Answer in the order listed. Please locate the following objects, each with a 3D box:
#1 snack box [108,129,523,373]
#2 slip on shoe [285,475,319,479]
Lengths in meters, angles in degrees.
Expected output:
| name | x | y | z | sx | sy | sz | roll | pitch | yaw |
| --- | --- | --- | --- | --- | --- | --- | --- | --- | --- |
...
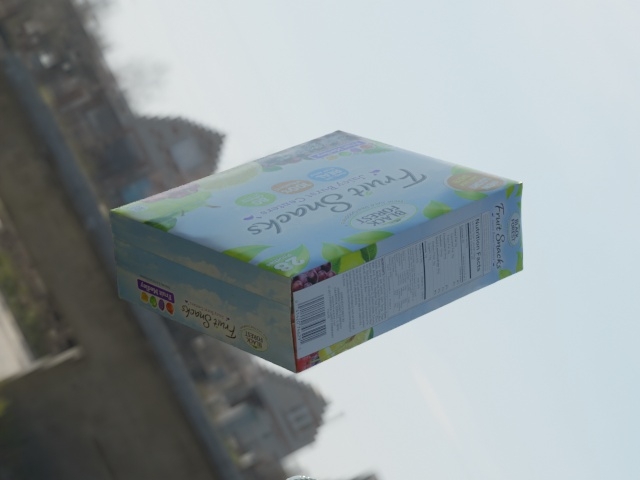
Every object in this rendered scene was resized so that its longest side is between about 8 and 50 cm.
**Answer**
| name | x | y | z | sx | sy | sz | roll | pitch | yaw |
| --- | --- | --- | --- | --- | --- | --- | --- | --- | --- |
| snack box | 0.000 | 0.000 | 1.086 | 0.174 | 0.207 | 0.070 | 20 | -58 | 44 |
| slip on shoe | -0.027 | 0.350 | 1.650 | 0.123 | 0.101 | 0.331 | 25 | 32 | -9 |
